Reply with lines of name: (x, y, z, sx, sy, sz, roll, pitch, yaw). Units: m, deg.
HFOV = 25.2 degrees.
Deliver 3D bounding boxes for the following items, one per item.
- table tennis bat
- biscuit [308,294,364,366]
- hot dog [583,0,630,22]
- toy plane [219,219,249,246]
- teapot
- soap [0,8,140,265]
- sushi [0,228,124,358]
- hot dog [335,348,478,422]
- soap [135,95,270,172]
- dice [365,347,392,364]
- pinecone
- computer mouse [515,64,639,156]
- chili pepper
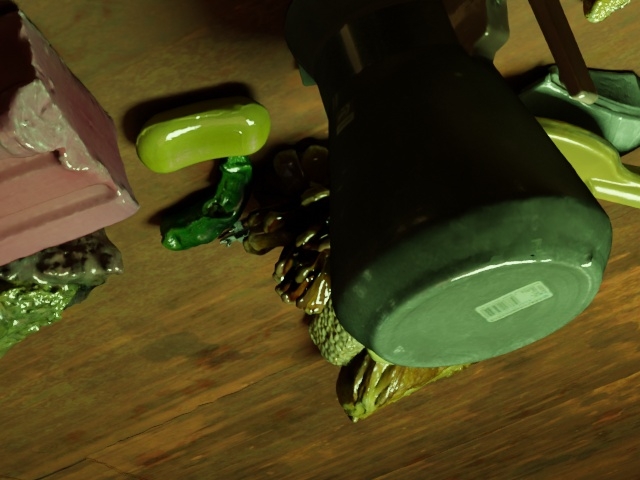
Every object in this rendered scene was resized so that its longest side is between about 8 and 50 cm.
table tennis bat: (0.285, -0.073, 1.612, 0.320, 0.050, 0.198, 10, 158, -6)
biscuit: (0.044, 0.098, 1.912, 0.070, 0.082, 0.168, -7, 148, -34)
hot dog: (0.295, -0.254, 1.433, 0.034, 0.030, 0.090, 23, 134, -40)
toy plane: (-0.086, -0.012, 1.687, 0.084, 0.024, 0.078, -29, 132, 24)
teapot: (0.115, -0.091, 1.295, 0.253, 0.344, 0.300, 11, 143, -44)
soap: (-0.379, -0.053, 1.327, 0.359, 0.128, 0.233, -20, 154, 7)
sushi: (-0.346, 0.059, 1.565, 0.241, 0.108, 0.161, -7, 145, -24)
hot dog: (0.118, 0.159, 2.013, 0.259, 0.114, 0.175, -17, 163, -45)
soap: (-0.120, -0.109, 1.458, 0.140, 0.045, 0.089, -13, 156, -8)
dice: (0.114, 0.042, 1.741, 0.166, 0.169, 0.169, -16, 153, 1)
pinecone: (0.002, -0.003, 1.581, 0.150, 0.195, 0.179, -28, 151, -17)
computer mouse: (0.294, -0.131, 1.620, 0.231, 0.071, 0.126, 4, 147, -34)
chili pepper: (-0.114, -0.044, 1.582, 0.073, 0.050, 0.182, 9, 142, -29)
